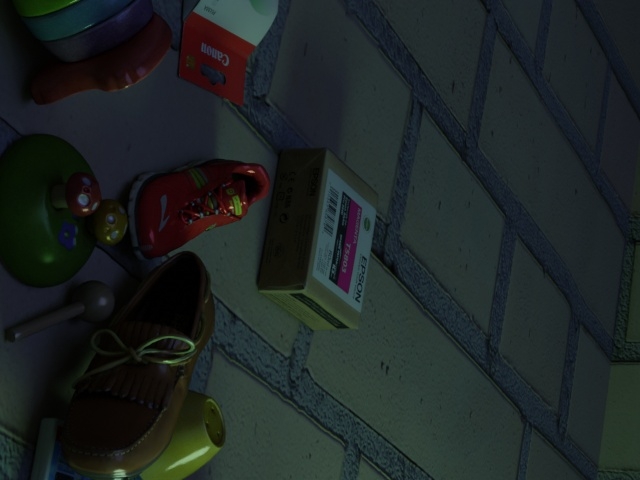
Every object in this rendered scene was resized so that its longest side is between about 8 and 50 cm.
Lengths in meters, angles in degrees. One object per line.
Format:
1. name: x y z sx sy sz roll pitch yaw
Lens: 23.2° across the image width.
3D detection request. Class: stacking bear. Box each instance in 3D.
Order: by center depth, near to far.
1. stacking bear: -0.299 -0.324 1.777 0.164 0.175 0.289 -56 129 -45

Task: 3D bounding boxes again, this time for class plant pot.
1. plant pot: -0.178 0.244 2.003 0.134 0.095 0.134 -15 90 -72

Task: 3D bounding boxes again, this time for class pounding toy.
1. pounding toy: -0.286 -0.009 1.829 0.183 0.110 0.237 -17 104 -61

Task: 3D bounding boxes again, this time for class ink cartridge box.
1. ink cartridge box: -0.126 -0.320 2.205 0.181 0.056 0.224 20 70 -60
2. ink cartridge box: 0.000 0.000 2.395 0.193 0.088 0.234 37 57 -55

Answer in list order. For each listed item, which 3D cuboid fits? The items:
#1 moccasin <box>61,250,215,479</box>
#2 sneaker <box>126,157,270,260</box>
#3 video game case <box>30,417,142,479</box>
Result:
1. moccasin: -0.210 0.144 1.882 0.380 0.139 0.147 -57 156 -53
2. sneaker: -0.157 -0.054 2.064 0.279 0.118 0.107 -39 123 -56
3. video game case: -0.296 0.375 1.889 0.204 0.025 0.285 35 59 -56
